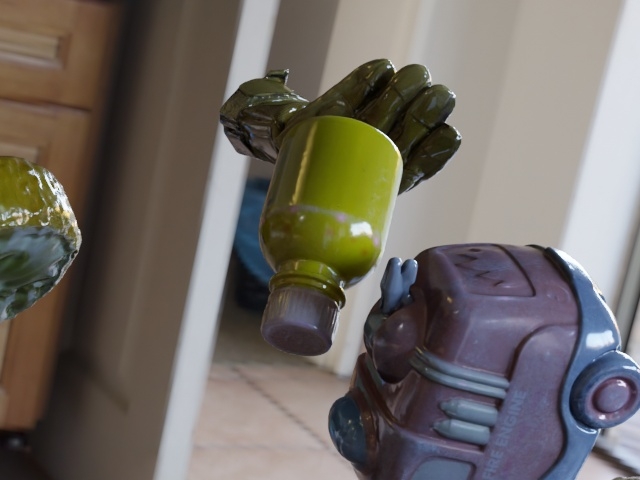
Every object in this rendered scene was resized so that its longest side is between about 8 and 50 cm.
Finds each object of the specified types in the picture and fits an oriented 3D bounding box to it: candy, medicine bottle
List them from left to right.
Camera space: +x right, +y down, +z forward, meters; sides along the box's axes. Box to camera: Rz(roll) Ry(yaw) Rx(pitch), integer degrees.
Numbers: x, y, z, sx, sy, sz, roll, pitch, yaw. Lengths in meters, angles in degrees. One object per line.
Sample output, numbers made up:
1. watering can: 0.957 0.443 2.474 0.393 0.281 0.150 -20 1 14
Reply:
1. candy: -0.380 0.011 1.573 0.260 0.260 0.118 -2 56 -54
2. medicine bottle: 0.000 0.000 1.381 0.121 0.213 0.122 11 -30 6

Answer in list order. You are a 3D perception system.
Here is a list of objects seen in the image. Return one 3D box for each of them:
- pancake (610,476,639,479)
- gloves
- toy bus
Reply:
1. pancake: 0.323 0.328 1.698 0.056 0.257 0.212 46 51 10
2. gloves: 0.024 -0.120 1.690 0.331 0.141 0.154 12 -30 46
3. toy bus: 0.131 0.138 1.338 0.231 0.294 0.197 10 25 -21
